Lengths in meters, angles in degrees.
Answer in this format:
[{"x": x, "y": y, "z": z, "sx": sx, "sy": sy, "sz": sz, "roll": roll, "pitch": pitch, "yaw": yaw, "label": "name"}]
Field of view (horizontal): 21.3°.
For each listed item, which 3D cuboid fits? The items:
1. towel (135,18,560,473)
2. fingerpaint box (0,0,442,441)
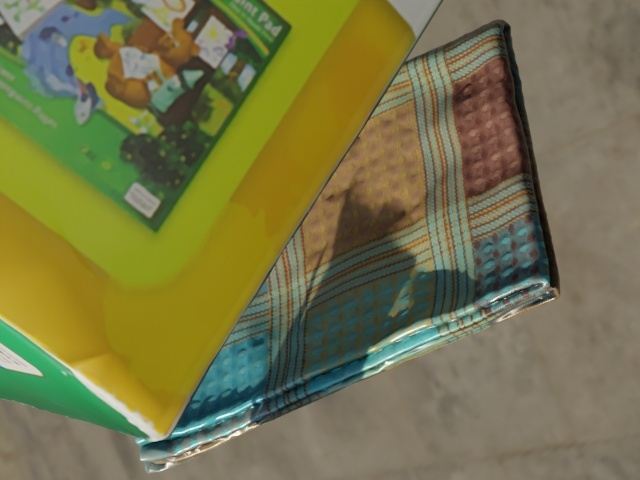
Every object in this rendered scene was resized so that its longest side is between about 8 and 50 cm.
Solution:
[{"x": 0.000, "y": 0.000, "z": 1.324, "sx": 0.370, "sy": 0.040, "sz": 0.271, "roll": -25, "pitch": 50, "yaw": 24, "label": "towel"}, {"x": -0.138, "y": -0.226, "z": 0.448, "sx": 0.445, "sy": 0.371, "sz": 0.163, "roll": 38, "pitch": 163, "yaw": -23, "label": "fingerpaint box"}]
